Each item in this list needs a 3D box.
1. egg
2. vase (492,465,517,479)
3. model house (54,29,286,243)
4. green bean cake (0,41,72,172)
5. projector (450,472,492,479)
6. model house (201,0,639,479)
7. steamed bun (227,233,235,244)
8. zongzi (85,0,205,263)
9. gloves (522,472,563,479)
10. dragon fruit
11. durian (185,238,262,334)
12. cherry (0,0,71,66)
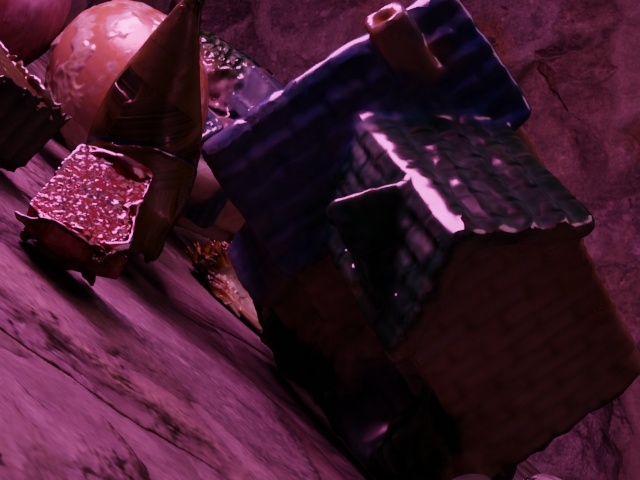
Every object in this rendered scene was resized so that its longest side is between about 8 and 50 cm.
[{"bbox_3d":[-0.233,-0.181,1.828,0.203,0.203,0.245,37,24,-59],"label":"egg"},{"bbox_3d":[0.192,0.297,1.969,0.120,0.120,0.183,42,17,8],"label":"vase"},{"bbox_3d":[-0.224,-0.167,2.066,0.284,0.243,0.298,12,24,-48],"label":"model house"},{"bbox_3d":[-0.357,-0.161,1.470,0.181,0.094,0.173,44,4,21],"label":"green bean cake"},{"bbox_3d":[0.207,0.347,1.326,0.108,0.108,0.337,39,4,-44],"label":"projector"},{"bbox_3d":[0.082,-0.017,1.629,0.400,0.395,0.445,62,-2,-41],"label":"model house"},{"bbox_3d":[0.000,0.000,2.263,0.312,0.233,0.334,32,13,35],"label":"steamed bun"},{"bbox_3d":[-0.180,-0.135,1.627,0.123,0.289,0.260,17,6,-7],"label":"zongzi"},{"bbox_3d":[0.306,0.396,2.085,0.127,0.111,0.212,47,32,7],"label":"gloves"},{"bbox_3d":[-0.214,-0.010,1.330,0.102,0.096,0.147,32,35,-6],"label":"dragon fruit"},{"bbox_3d":[-0.061,0.073,1.965,0.252,0.144,0.139,46,23,-13],"label":"durian"},{"bbox_3d":[-0.423,-0.320,1.823,0.261,0.221,0.307,48,18,-27],"label":"cherry"}]
